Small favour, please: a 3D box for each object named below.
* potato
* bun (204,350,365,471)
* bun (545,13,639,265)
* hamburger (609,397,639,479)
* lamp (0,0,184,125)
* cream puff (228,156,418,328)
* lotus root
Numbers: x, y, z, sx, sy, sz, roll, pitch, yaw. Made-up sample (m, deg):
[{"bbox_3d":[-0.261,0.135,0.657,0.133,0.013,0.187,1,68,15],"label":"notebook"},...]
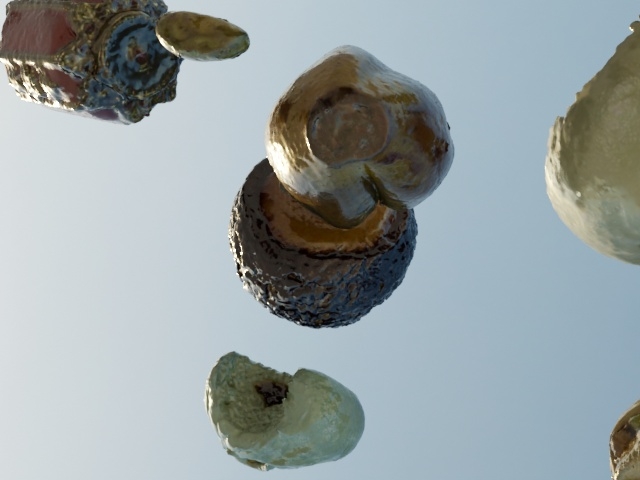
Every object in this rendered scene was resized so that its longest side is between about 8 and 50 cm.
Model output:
[{"bbox_3d":[-0.110,-0.184,1.033,0.092,0.045,0.046,16,-100,9],"label":"potato"},{"bbox_3d":[-0.055,0.226,1.423,0.212,0.204,0.126,-16,-131,57],"label":"bun"},{"bbox_3d":[0.434,-0.108,1.241,0.364,0.364,0.202,-45,-121,9],"label":"bun"},{"bbox_3d":[0.372,0.225,1.059,0.214,0.213,0.108,-33,-166,23],"label":"hamburger"},{"bbox_3d":[-0.278,-0.226,1.350,0.274,0.177,0.177,19,-106,52],"label":"lamp"},{"bbox_3d":[0.000,0.000,1.402,0.165,0.239,0.239,101,-5,-50],"label":"cream puff"},{"bbox_3d":[0.042,-0.104,1.204,0.188,0.199,0.180,-56,180,4],"label":"lotus root"}]
